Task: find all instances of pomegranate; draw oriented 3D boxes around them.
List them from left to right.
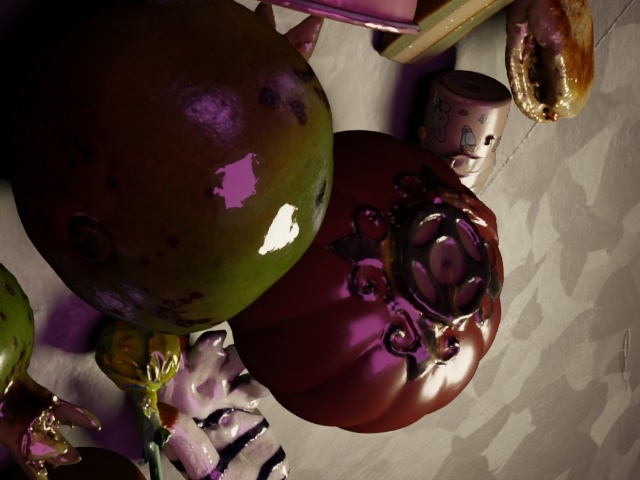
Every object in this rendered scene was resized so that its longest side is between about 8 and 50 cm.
[{"bbox_3d":[-0.300,0.103,1.096,0.211,0.263,0.211,-63,-179,1],"label":"pomegranate"},{"bbox_3d":[-0.097,-0.067,1.163,0.323,0.291,0.290,-15,127,-50],"label":"pomegranate"}]

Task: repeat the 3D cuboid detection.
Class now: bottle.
[{"bbox_3d":[0.153,-0.103,1.529,0.099,0.099,0.152,-14,129,-40],"label":"bottle"}]

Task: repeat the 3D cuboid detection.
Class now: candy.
[{"bbox_3d":[-0.162,0.194,1.321,0.077,0.262,0.073,-18,161,24],"label":"candy"}]

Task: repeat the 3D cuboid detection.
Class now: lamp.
[{"bbox_3d":[0.043,0.040,1.373,0.303,0.257,0.303,9,75,-35],"label":"lamp"}]

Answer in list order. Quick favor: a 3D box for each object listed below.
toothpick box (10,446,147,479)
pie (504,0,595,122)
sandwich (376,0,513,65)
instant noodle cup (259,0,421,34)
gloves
[{"bbox_3d":[-0.235,0.364,1.396,0.192,0.192,0.294,-24,126,-33],"label":"toothpick box"},{"bbox_3d":[0.254,-0.227,1.503,0.205,0.084,0.178,60,37,-49],"label":"pie"},{"bbox_3d":[0.146,-0.237,1.408,0.079,0.113,0.163,12,108,-49],"label":"sandwich"},{"bbox_3d":[-0.003,-0.307,1.122,0.243,0.243,0.231,3,108,-47],"label":"instant noodle cup"},{"bbox_3d":[-0.115,0.182,1.451,0.140,0.131,0.218,-34,107,-20],"label":"gloves"}]
